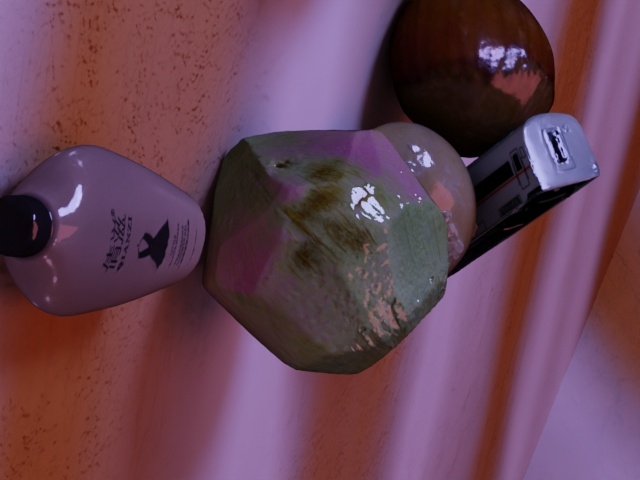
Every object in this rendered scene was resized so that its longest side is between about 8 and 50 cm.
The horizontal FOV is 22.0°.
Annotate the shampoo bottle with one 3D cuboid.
[{"bbox_3d":[-0.168,-0.007,1.228,0.257,0.078,0.127,3,103,-68],"label":"shampoo bottle"}]

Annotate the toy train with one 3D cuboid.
[{"bbox_3d":[0.168,-0.028,1.884,0.086,0.088,0.407,-16,168,-29],"label":"toy train"}]

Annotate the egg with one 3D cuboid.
[{"bbox_3d":[0.089,-0.038,1.760,0.201,0.164,0.164,82,31,-46],"label":"egg"}]

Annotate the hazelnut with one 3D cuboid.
[{"bbox_3d":[0.176,-0.197,1.833,0.210,0.186,0.210,-24,127,-35],"label":"hazelnut"}]

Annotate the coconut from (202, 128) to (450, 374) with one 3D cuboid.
[{"bbox_3d":[0.000,0.000,1.497,0.204,0.236,0.235,-157,-97,-87],"label":"coconut"}]
